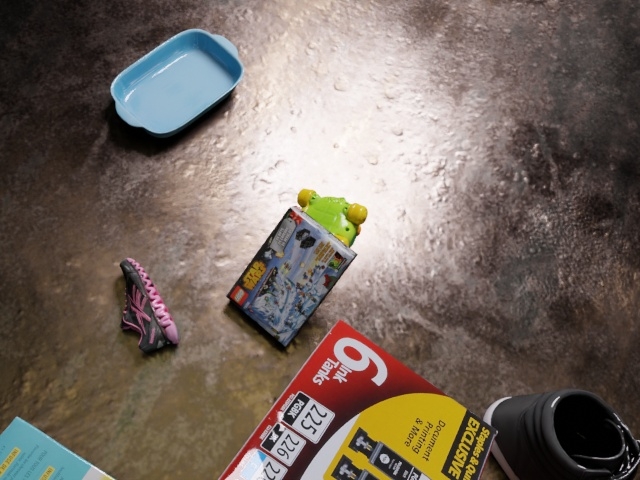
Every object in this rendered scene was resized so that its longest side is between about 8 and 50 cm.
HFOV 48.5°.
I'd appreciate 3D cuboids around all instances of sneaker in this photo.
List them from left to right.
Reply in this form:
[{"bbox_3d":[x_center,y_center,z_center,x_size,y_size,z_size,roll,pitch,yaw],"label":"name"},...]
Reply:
[{"bbox_3d":[-0.209,0.076,0.814,0.057,0.047,0.119,-29,72,-8],"label":"sneaker"},{"bbox_3d":[0.304,0.280,0.746,0.105,0.147,0.295,-34,76,-23],"label":"sneaker"}]

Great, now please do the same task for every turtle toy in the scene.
[{"bbox_3d":[0.000,0.000,0.866,0.095,0.066,0.130,19,65,26],"label":"turtle toy"}]

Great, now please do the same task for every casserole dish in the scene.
[{"bbox_3d":[-0.188,-0.205,0.945,0.114,0.037,0.188,43,67,10],"label":"casserole dish"}]

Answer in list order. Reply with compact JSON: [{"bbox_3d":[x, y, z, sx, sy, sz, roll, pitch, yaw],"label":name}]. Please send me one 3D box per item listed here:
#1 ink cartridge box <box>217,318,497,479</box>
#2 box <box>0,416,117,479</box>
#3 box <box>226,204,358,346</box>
[{"bbox_3d":[0.040,0.269,0.655,0.272,0.130,0.309,34,40,6],"label":"ink cartridge box"},{"bbox_3d":[-0.228,0.285,0.703,0.244,0.060,0.100,30,65,5],"label":"box"},{"bbox_3d":[-0.034,0.041,0.820,0.094,0.027,0.137,39,106,8],"label":"box"}]
